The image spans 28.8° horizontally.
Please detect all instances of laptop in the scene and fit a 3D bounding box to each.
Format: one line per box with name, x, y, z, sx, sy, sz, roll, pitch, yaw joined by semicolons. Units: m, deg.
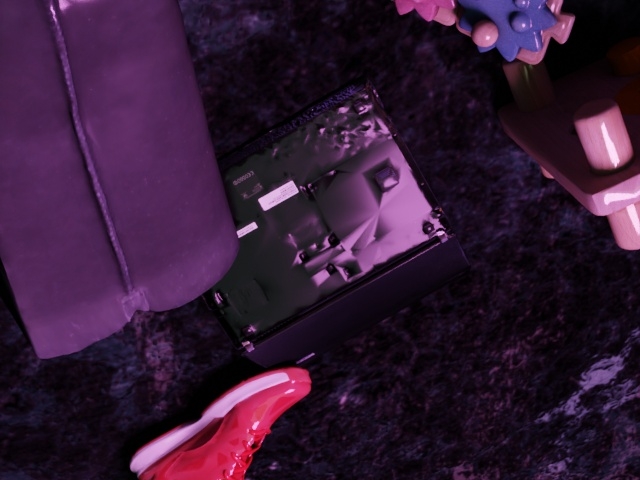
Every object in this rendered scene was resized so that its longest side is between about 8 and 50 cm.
laptop;0.000;0.000;1.205;0.234;0.136;0.264;-30;108;4

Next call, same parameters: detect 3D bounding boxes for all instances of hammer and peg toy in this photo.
hammer and peg toy;0.316;-0.104;1.011;0.266;0.361;0.127;-26;113;-1

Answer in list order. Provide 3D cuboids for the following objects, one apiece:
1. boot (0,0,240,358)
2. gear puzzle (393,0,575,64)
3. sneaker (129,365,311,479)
boot;-0.108;-0.136;0.935;0.367;0.146;0.445;-14;130;-9
gear puzzle;0.138;-0.293;0.908;0.044;0.175;0.339;-39;152;-47
sneaker;-0.082;0.229;1.279;0.221;0.128;0.087;-35;157;18
